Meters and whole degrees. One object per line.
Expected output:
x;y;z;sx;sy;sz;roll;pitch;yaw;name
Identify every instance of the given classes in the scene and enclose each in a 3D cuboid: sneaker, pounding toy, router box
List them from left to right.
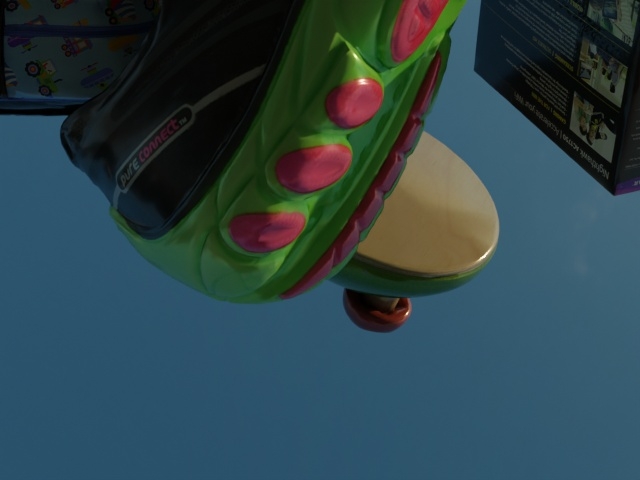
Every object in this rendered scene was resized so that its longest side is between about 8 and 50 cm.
0.000;0.000;0.861;0.236;0.110;0.183;-5;-134;-36;pounding toy
0.013;-0.206;0.685;0.202;0.185;0.483;27;-99;23;sneaker
0.160;-0.130;0.779;0.046;0.133;0.179;-12;-142;-19;router box

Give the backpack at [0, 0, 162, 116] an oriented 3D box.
-0.160;-0.138;0.779;0.173;0.158;0.117;2;-71;13;backpack
